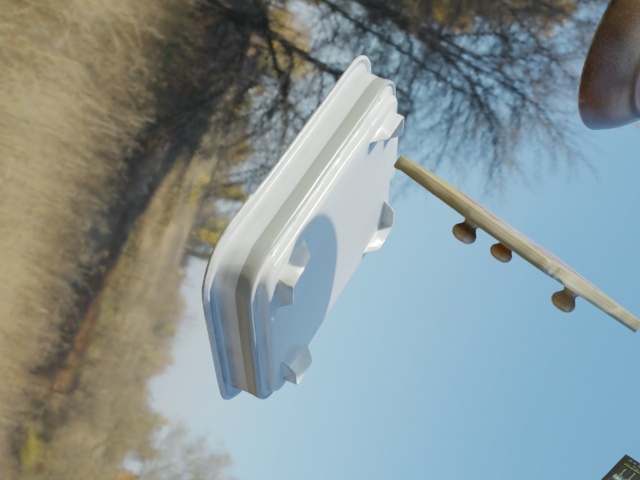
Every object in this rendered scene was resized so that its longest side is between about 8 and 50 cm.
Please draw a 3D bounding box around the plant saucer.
[{"bbox_3d":[0.292,-0.176,0.805,0.199,0.036,0.198,-34,143,-30],"label":"plant saucer"}]

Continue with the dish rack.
[{"bbox_3d":[0.000,0.000,0.999,0.332,0.072,0.285,-57,161,-32],"label":"dish rack"}]

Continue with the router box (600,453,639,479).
[{"bbox_3d":[0.331,0.279,0.947,0.092,0.122,0.038,-21,134,-46],"label":"router box"}]

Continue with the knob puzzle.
[{"bbox_3d":[0.130,-0.002,0.725,0.030,0.213,0.213,-55,-169,9],"label":"knob puzzle"}]
